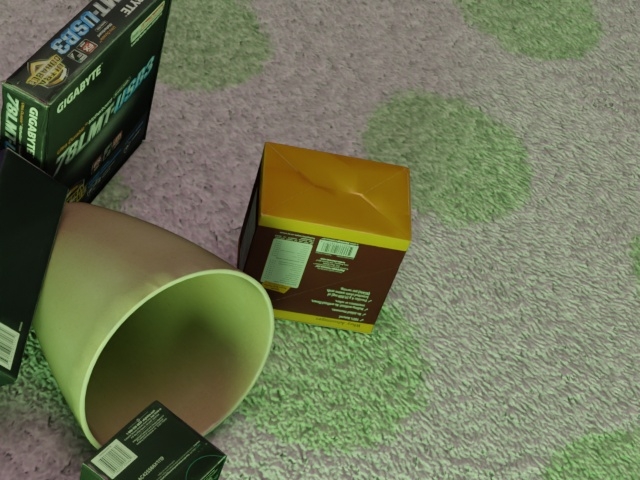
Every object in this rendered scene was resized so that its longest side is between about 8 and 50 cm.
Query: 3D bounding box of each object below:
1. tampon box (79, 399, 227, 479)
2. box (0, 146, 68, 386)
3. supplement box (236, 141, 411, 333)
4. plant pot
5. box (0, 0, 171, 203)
[{"bbox_3d":[-0.189,0.278,1.458,0.101,0.161,0.120,36,48,15],"label":"tampon box"},{"bbox_3d":[-0.408,0.047,1.539,0.103,0.184,0.261,36,47,-35],"label":"box"},{"bbox_3d":[0.000,0.000,1.737,0.191,0.194,0.129,10,48,-9],"label":"supplement box"},{"bbox_3d":[-0.236,0.075,1.591,0.256,0.256,0.274,-21,43,-31],"label":"plant pot"},{"bbox_3d":[-0.301,-0.158,1.712,0.073,0.293,0.295,28,47,6],"label":"box"}]
